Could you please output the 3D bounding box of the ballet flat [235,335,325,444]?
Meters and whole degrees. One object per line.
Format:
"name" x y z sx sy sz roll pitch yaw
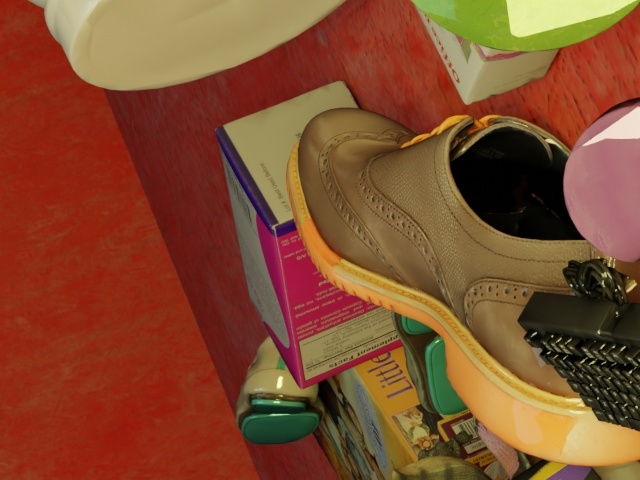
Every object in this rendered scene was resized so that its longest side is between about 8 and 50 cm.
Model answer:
"ballet flat" -0.035 0.130 1.655 0.248 0.086 0.086 112 135 -74

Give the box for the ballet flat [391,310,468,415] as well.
"ballet flat" 0.077 0.043 1.237 0.213 0.072 0.068 82 167 -53

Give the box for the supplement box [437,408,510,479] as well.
"supplement box" 0.119 0.160 1.301 0.083 0.055 0.043 78 165 -45

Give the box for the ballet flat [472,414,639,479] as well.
"ballet flat" 0.149 0.129 1.065 0.221 0.077 0.079 -124 28 -56

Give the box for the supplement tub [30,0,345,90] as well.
"supplement tub" -0.117 -0.283 1.089 0.241 0.241 0.331 103 144 -72

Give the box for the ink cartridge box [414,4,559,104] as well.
"ink cartridge box" 0.084 -0.132 0.900 0.122 0.052 0.088 102 145 -74

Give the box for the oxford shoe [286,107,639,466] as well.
"oxford shoe" 0.086 -0.020 1.005 0.364 0.130 0.132 42 135 54

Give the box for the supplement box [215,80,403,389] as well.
"supplement box" 0.000 0.000 1.420 0.220 0.114 0.111 84 160 -52

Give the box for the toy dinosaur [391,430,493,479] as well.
"toy dinosaur" 0.123 0.176 1.153 0.268 0.064 0.118 41 -165 -32

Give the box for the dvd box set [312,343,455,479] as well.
"dvd box set" 0.060 0.180 1.618 0.420 0.062 0.307 -124 16 -49

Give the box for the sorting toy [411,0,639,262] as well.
"sorting toy" 0.086 -0.172 0.770 0.365 0.127 0.126 66 -161 -5

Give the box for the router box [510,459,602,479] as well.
"router box" 0.120 0.277 1.028 0.243 0.081 0.309 51 145 5

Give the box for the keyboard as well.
"keyboard" 0.134 0.050 0.761 0.108 0.023 0.180 53 166 -12
